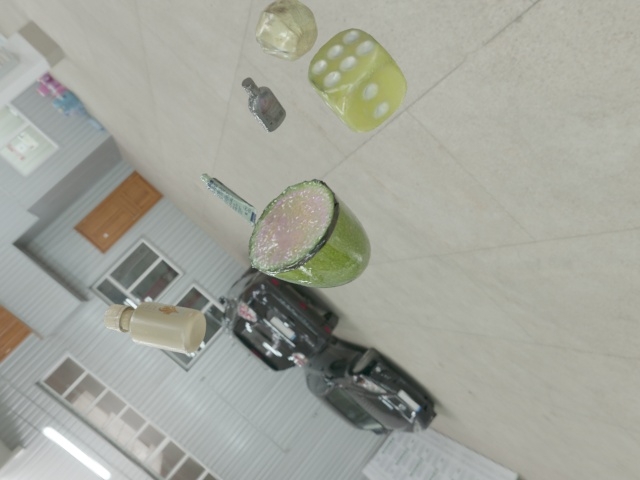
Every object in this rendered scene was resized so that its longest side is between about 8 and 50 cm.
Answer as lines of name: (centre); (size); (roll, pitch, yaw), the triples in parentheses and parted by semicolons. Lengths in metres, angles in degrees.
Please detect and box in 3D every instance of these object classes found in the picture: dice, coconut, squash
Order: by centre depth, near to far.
dice: (0.085, -0.373, 1.156); (0.166, 0.169, 0.169); (52, -172, 35)
squash: (0.001, 0.032, 1.425); (0.310, 0.310, 0.309); (24, 166, 48)
coconut: (-0.127, -0.728, 1.686); (0.224, 0.224, 0.224); (38, 165, 12)

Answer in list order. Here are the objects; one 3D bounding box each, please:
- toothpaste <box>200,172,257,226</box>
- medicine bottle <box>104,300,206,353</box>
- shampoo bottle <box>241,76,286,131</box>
toothpaste: (-0.251, -0.118, 1.334); (0.216, 0.037, 0.061); (38, 136, 21)
medicine bottle: (-0.431, 0.216, 1.263); (0.253, 0.114, 0.114); (7, 155, 13)
shampoo bottle: (-0.151, -0.357, 1.278); (0.040, 0.080, 0.165); (34, 173, 35)
